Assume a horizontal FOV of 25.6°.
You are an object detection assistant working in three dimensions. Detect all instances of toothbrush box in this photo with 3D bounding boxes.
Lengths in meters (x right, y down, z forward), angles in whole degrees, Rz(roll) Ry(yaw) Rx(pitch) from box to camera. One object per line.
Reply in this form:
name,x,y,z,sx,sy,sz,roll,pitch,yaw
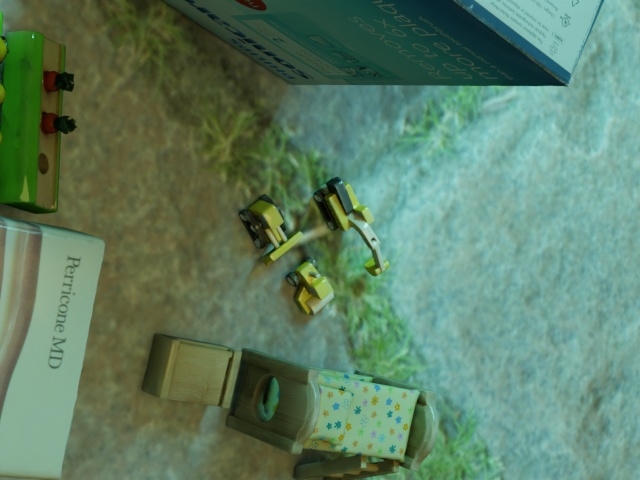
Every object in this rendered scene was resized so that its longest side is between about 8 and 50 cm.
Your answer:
toothbrush box,0.003,-0.195,0.838,0.216,0.295,0.126,30,80,-33

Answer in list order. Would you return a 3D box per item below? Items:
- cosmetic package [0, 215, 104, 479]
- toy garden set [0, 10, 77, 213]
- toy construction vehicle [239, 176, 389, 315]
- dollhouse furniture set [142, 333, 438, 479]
cosmetic package,-0.288,0.040,0.774,0.296,0.129,0.153,10,89,-34
toy garden set,-0.201,-0.137,0.783,0.244,0.049,0.203,23,66,-67
toy construction vehicle,0.000,0.000,1.012,0.086,0.035,0.098,-36,113,-25
dollhouse furniture set,-0.030,0.163,0.971,0.182,0.101,0.161,13,88,-33
